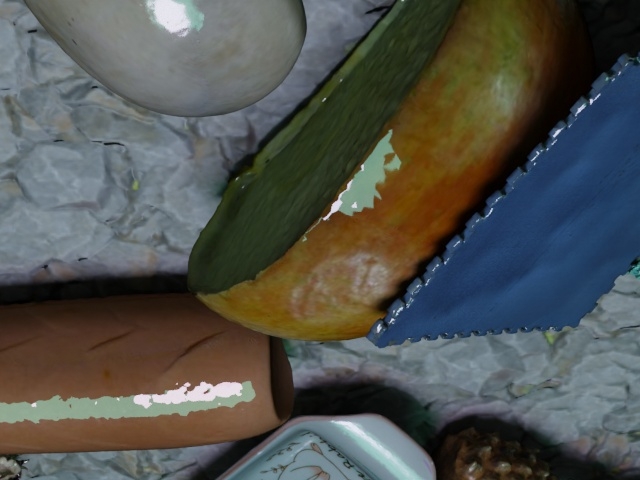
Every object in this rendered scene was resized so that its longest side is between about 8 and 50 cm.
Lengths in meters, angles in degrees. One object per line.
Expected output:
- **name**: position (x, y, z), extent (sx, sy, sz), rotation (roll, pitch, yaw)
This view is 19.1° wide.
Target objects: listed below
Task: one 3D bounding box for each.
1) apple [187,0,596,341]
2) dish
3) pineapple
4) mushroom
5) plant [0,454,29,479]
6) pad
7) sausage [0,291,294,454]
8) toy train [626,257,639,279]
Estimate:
- **apple**: position (0.059, -0.050, 1.288), extent (0.179, 0.254, 0.346), rotation (51, 121, 13)
- **dish**: position (0.001, 0.213, 1.592), extent (0.154, 0.064, 0.234), rotation (43, 126, -9)
- **pineapple**: position (0.225, 0.234, 1.594), extent (0.277, 0.119, 0.130), rotation (18, 115, -15)
- **mushroom**: position (-0.077, -0.189, 1.139), extent (0.215, 0.207, 0.207), rotation (-49, 124, -2)
- **plant**: position (-0.276, 0.199, 1.588), extent (0.116, 0.104, 0.122), rotation (-1, 166, 34)
- **pad**: position (0.183, -0.023, 1.272), extent (0.269, 0.012, 0.270), rotation (1, 136, -53)
- **sausage**: position (-0.176, 0.104, 1.461), extent (0.304, 0.121, 0.121), rotation (-4, 136, 4)
- **toy train**: position (0.263, 0.001, 1.416), extent (0.045, 0.029, 0.092), rotation (17, 140, -38)
